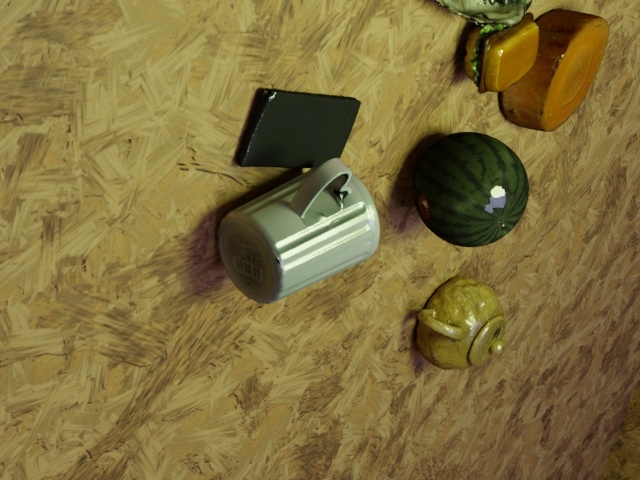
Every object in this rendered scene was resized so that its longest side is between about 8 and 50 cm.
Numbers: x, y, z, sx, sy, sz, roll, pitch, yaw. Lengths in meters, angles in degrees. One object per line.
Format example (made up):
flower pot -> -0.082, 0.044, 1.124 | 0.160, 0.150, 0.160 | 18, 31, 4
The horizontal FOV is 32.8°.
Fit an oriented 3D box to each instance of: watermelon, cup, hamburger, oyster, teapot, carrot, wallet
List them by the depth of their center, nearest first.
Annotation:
cup -> -0.037, -0.031, 1.629 | 0.202, 0.167, 0.221 | -27, 127, -37
wallet -> -0.027, -0.165, 1.652 | 0.244, 0.025, 0.124 | -5, 123, -55
oyster -> 0.270, -0.439, 1.806 | 0.294, 0.094, 0.166 | -11, 106, -39
hamburger -> 0.318, -0.344, 1.932 | 0.166, 0.087, 0.137 | -34, 140, -38
watermelon -> 0.266, -0.094, 1.954 | 0.212, 0.212, 0.212 | -35, 141, -34
carrot -> 0.476, -0.331, 2.159 | 0.307, 0.100, 0.258 | 1, 117, -57
teapot -> 0.311, 0.189, 2.288 | 0.311, 0.167, 0.203 | 18, 101, -57

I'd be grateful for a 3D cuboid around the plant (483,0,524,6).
plant -> 0.295, -0.466, 1.696 | 0.132, 0.129, 0.195 | -26, 100, -31
